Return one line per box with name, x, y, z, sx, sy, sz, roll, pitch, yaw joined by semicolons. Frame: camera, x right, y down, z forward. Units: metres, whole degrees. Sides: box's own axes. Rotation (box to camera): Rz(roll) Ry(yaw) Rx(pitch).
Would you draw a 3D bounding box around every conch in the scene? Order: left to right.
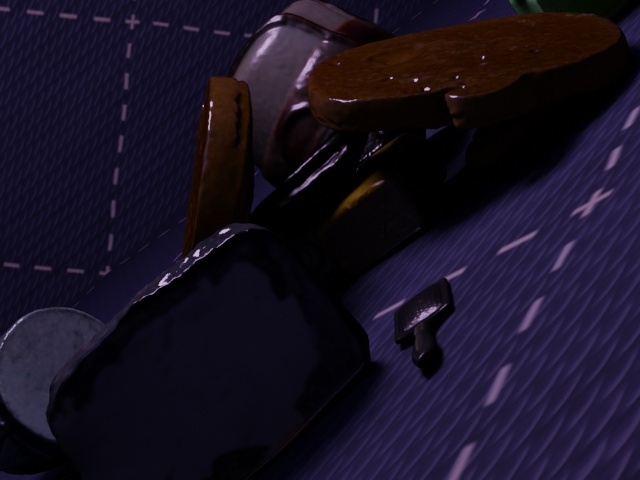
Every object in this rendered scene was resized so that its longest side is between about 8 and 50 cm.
conch;-0.007;0.002;1.502;0.065;0.088;0.180;-3;10;16

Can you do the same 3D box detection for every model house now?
model house;-0.129;0.120;1.179;0.271;0.190;0.301;-43;10;-9

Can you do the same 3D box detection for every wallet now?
wallet;-0.024;-0.042;1.562;0.197;0.051;0.377;-44;-6;-14

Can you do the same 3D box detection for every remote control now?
remote control;0.088;-0.163;2.035;0.063;0.025;0.245;-42;9;14

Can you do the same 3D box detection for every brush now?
brush;0.090;0.074;1.072;0.063;0.016;0.193;-39;10;11

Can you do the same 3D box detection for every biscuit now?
biscuit;-0.121;-0.014;1.426;0.394;0.070;0.350;108;167;-57
biscuit;0.168;-0.183;1.374;0.367;0.063;0.314;-10;24;0
biscuit;0.252;-0.167;1.484;0.236;0.040;0.144;-44;6;-35

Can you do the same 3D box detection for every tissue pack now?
tissue pack;0.074;-0.048;1.453;0.120;0.082;0.169;-37;10;29

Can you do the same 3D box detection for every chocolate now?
chocolate;-0.021;-0.209;1.643;0.283;0.186;0.283;-48;-2;-2

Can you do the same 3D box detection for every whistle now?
whistle;-0.307;0.195;1.644;0.404;0.188;0.168;-6;-19;-37

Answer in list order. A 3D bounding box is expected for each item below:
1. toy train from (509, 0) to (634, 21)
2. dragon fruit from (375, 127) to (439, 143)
toy train;0.344;-0.379;1.602;0.243;0.188;0.132;-41;15;-3
dragon fruit;0.146;-0.194;1.731;0.192;0.122;0.092;-30;24;36
